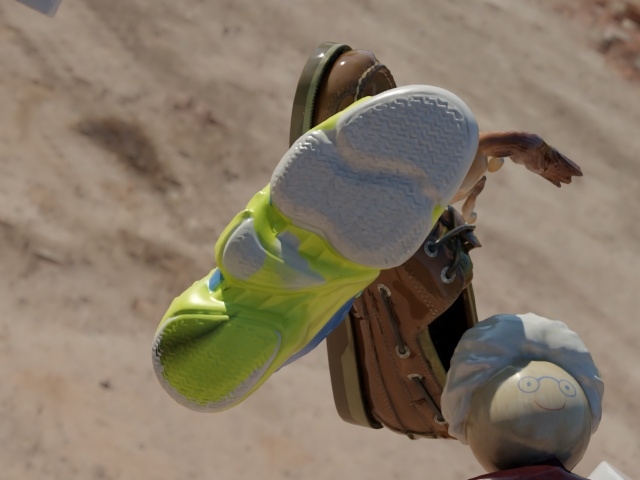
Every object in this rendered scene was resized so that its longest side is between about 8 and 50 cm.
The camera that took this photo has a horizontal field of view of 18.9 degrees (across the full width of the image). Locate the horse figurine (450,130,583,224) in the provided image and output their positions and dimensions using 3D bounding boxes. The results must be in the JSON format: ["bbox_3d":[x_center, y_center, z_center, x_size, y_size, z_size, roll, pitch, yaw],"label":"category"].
[{"bbox_3d":[0.063,-0.031,1.453,0.174,0.263,0.066,46,19,-73],"label":"horse figurine"}]

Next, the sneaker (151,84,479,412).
[{"bbox_3d":[0.000,0.000,1.129,0.091,0.240,0.126,49,11,6],"label":"sneaker"}]

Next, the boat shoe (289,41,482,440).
[{"bbox_3d":[0.058,0.004,1.267,0.104,0.307,0.111,11,45,27],"label":"boat shoe"}]

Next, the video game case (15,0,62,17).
[{"bbox_3d":[-0.266,-0.297,1.708,0.143,0.157,0.019,26,4,14],"label":"video game case"}]

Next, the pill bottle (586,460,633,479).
[{"bbox_3d":[0.183,0.323,1.511,0.160,0.283,0.160,40,3,-2],"label":"pill bottle"}]

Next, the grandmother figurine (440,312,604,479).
[{"bbox_3d":[0.127,0.186,0.981,0.207,0.104,0.342,14,47,-27],"label":"grandmother figurine"}]
